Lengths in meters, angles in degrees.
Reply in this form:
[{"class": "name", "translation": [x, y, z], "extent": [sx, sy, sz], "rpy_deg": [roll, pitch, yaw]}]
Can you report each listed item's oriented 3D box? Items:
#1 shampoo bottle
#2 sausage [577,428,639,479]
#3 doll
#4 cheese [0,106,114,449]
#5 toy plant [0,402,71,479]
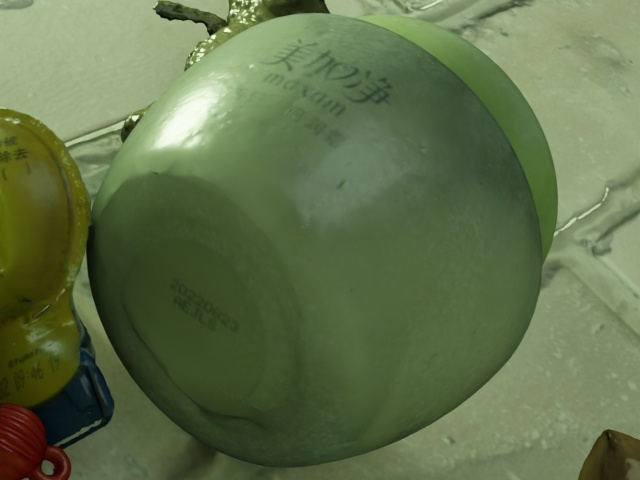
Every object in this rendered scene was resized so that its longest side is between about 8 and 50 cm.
[{"class": "shampoo bottle", "translation": [0.000, 0.000, 1.312], "extent": [0.322, 0.322, 0.317], "rpy_deg": [42, 48, 10]}, {"class": "sausage", "translation": [0.318, 0.248, 1.436], "extent": [0.252, 0.123, 0.123], "rpy_deg": [22, 40, -13]}, {"class": "doll", "translation": [-0.087, -0.163, 1.622], "extent": [0.286, 0.091, 0.202], "rpy_deg": [-19, 50, -34]}, {"class": "cheese", "translation": [-0.227, 0.022, 1.267], "extent": [0.069, 0.177, 0.270], "rpy_deg": [7, 58, -62]}, {"class": "toy plant", "translation": [-0.292, 0.105, 1.185], "extent": [0.154, 0.088, 0.240], "rpy_deg": [-36, 85, -38]}]
